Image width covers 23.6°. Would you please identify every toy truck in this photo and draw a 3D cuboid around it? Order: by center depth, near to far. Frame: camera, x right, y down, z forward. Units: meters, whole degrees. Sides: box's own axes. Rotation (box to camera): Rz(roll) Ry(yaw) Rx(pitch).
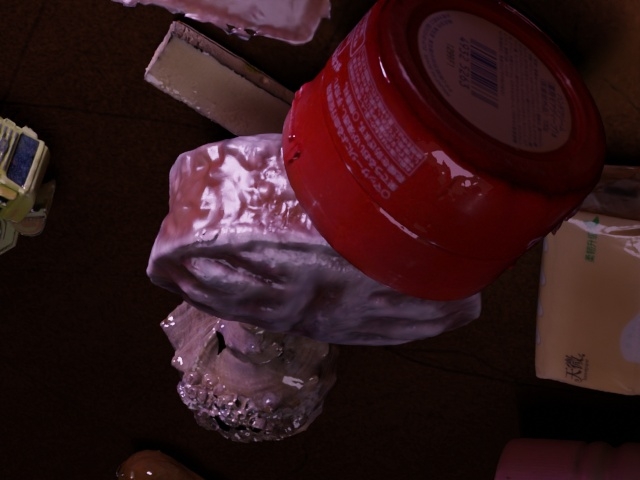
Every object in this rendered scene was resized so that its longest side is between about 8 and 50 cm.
[{"bbox_3d":[-0.324,-0.036,1.474,0.116,0.085,0.191,27,139,-20],"label":"toy truck"}]

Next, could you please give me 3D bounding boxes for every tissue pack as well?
[{"bbox_3d":[0.284,0.043,1.329,0.186,0.090,0.222,10,134,12],"label":"tissue pack"}]

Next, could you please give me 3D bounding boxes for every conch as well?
[{"bbox_3d":[-0.066,0.127,1.526,0.178,0.163,0.245,39,162,27],"label":"conch"}]

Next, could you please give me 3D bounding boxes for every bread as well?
[{"bbox_3d":[-0.077,-0.129,1.337,0.154,0.028,0.068,30,134,-11],"label":"bread"}]

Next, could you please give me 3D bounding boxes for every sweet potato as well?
[{"bbox_3d":[-0.133,0.313,1.757,0.233,0.062,0.081,40,147,-24],"label":"sweet potato"}]

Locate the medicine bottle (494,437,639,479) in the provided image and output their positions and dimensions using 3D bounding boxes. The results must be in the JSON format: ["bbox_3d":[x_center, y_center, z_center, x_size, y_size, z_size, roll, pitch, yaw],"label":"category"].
[{"bbox_3d":[0.334,0.296,1.472,0.316,0.202,0.202,2,132,18],"label":"medicine bottle"}]

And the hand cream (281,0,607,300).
[{"bbox_3d":[0.097,-0.081,1.187,0.230,0.230,0.149,30,132,-10],"label":"hand cream"}]

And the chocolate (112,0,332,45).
[{"bbox_3d":[-0.099,-0.257,1.187,0.261,0.083,0.161,19,122,2],"label":"chocolate"}]

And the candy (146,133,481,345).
[{"bbox_3d":[0.000,0.000,1.327,0.290,0.157,0.214,10,158,-12],"label":"candy"}]
